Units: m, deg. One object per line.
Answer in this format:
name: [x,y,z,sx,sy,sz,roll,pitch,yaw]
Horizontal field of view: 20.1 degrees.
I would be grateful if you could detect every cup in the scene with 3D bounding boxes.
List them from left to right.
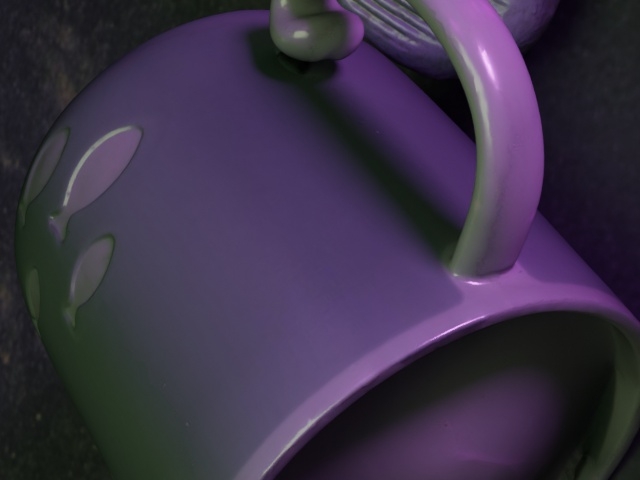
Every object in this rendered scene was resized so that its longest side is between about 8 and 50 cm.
cup: [0.000,0.000,0.916,0.274,0.259,0.356,51,140,36]

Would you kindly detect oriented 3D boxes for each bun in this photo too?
bun: [0.077,-0.159,1.003,0.141,0.083,0.140,3,96,27]
